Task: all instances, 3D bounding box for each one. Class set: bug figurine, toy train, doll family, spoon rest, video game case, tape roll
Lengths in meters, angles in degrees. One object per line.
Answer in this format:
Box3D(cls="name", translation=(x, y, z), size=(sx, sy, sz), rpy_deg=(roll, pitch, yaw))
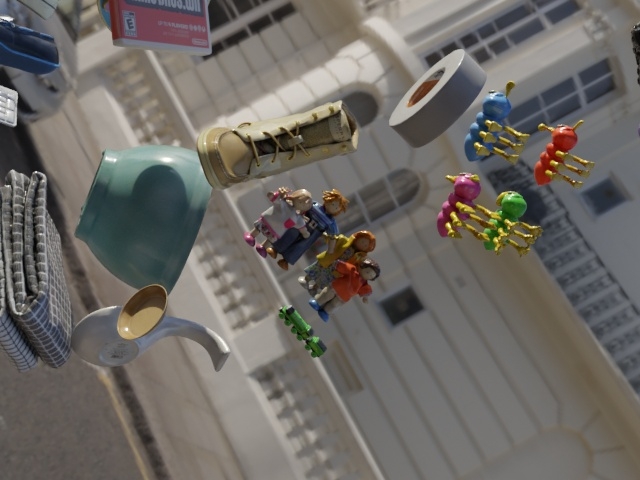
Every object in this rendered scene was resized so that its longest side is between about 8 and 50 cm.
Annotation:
Box3D(cls="bug figurine", translation=(0.244, -0.085, 1.080), size=(0.279, 0.216, 0.072), rpy_deg=(11, 21, -49))
Box3D(cls="toy train", translation=(-0.022, 0.117, 1.062), size=(0.083, 0.023, 0.017), rpy_deg=(52, 37, -8))
Box3D(cls="doll family", translation=(0.000, 0.000, 1.437), size=(0.263, 0.163, 0.118), rpy_deg=(46, 14, -13))
Box3D(cls="spoon rest", translation=(-0.298, 0.173, 1.440), size=(0.276, 0.137, 0.084), rpy_deg=(13, 35, -32))
Box3D(cls="video game case", translation=(-0.254, -0.438, 1.275), size=(0.204, 0.025, 0.285), rpy_deg=(-12, 98, -56))
Box3D(cls="tape roll", translation=(0.245, -0.299, 1.734), size=(0.072, 0.219, 0.219), rpy_deg=(42, 1, -15))

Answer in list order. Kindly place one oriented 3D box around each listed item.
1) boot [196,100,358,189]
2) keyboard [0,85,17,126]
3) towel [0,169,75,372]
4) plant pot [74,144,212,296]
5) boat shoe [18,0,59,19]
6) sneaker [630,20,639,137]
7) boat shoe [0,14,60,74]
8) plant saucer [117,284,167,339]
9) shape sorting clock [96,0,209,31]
Box3D(cls="boot", translation=(-0.056, -0.146, 1.236), size=(0.262, 0.203, 0.095), rpy_deg=(-25, 102, -72))
Box3D(cls="keyboard", translation=(-0.502, -0.206, 1.015), size=(0.256, 0.014, 0.072), rpy_deg=(18, 34, -34))
Box3D(cls="towel", translation=(-0.486, 0.048, 1.360), size=(0.235, 0.121, 0.284), rpy_deg=(94, -15, -63))
Box3D(cls="plant pot", translation=(-0.338, -0.057, 1.531), size=(0.196, 0.293, 0.293), rpy_deg=(20, 9, -16))
Box3D(cls="boat shoe", translation=(-0.556, -0.482, 1.439), size=(0.083, 0.076, 0.226), rpy_deg=(30, -2, 45))
Box3D(cls="sneaker", translation=(0.454, -0.223, 1.048), size=(0.146, 0.102, 0.293), rpy_deg=(43, -10, 11))
Box3D(cls="boat shoe", translation=(-0.642, -0.406, 1.636), size=(0.258, 0.109, 0.089), rpy_deg=(18, 64, -60))
Box3D(cls="plant saucer", translation=(-0.230, 0.097, 1.077), size=(0.015, 0.083, 0.083), rpy_deg=(48, 6, -40))
Box3D(cls="shape sorting clock", translation=(-0.281, -0.422, 1.409), size=(0.040, 0.206, 0.206), rpy_deg=(54, -7, 31))
